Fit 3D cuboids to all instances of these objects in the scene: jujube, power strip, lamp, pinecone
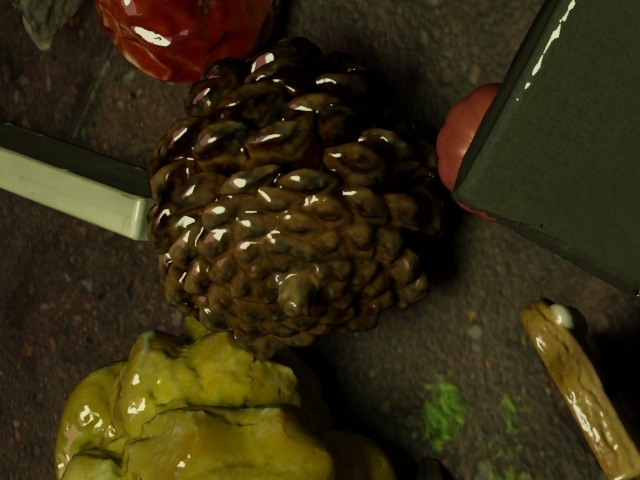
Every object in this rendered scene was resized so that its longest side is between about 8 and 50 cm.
[{"bbox_3d":[-0.114,-0.259,1.490,0.174,0.174,0.250,10,116,43],"label":"jujube"},{"bbox_3d":[-0.248,-0.063,1.694,0.367,0.106,0.043,20,105,41],"label":"power strip"},{"bbox_3d":[0.140,-0.066,1.319,0.107,0.092,0.107,1,97,9],"label":"lamp"},{"bbox_3d":[-0.020,-0.045,1.391,0.243,0.243,0.257,-18,64,45],"label":"pinecone"}]

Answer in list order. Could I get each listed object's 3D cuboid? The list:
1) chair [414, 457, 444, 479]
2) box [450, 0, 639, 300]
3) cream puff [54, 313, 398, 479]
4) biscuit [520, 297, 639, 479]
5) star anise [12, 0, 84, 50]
[{"bbox_3d":[0.178,0.361,1.319,0.240,0.416,0.203,10,112,-3],"label":"chair"},{"bbox_3d":[0.273,-0.138,1.030,0.251,0.204,0.345,29,121,1],"label":"box"},{"bbox_3d":[-0.082,0.186,1.483,0.324,0.291,0.257,121,153,-63],"label":"cream puff"},{"bbox_3d":[0.231,0.180,1.227,0.049,0.197,0.301,-29,73,9],"label":"biscuit"},{"bbox_3d":[-0.249,-0.315,1.647,0.198,0.110,0.258,38,116,34],"label":"star anise"}]
